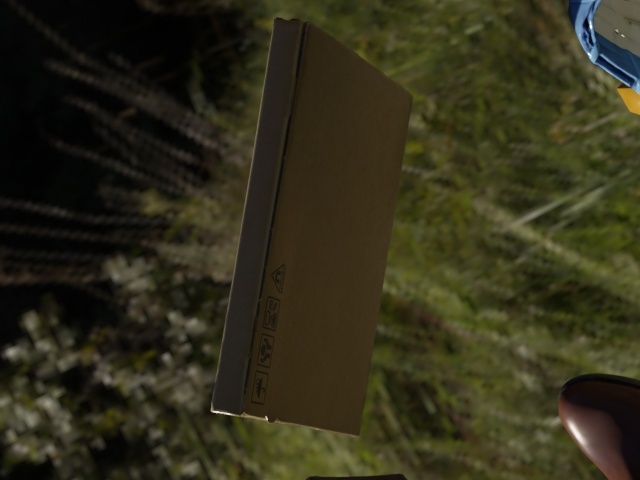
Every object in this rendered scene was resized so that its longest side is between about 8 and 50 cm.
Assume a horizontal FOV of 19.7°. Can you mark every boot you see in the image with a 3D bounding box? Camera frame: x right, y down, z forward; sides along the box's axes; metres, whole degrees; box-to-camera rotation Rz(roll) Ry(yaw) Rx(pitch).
[{"bbox_3d":[0.278,0.260,1.599,0.264,0.280,0.096,45,126,3],"label":"boot"}]

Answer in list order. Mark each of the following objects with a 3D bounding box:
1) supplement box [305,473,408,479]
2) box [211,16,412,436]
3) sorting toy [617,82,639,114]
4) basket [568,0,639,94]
[{"bbox_3d":[0.058,0.271,1.417,0.188,0.104,0.080,50,124,39],"label":"supplement box"},{"bbox_3d":[0.000,0.000,0.980,0.021,0.164,0.201,6,83,23],"label":"box"},{"bbox_3d":[0.394,-0.074,1.652,0.229,0.041,0.307,56,160,-21],"label":"sorting toy"},{"bbox_3d":[0.259,-0.128,0.933,0.201,0.255,0.289,-58,26,30],"label":"basket"}]
